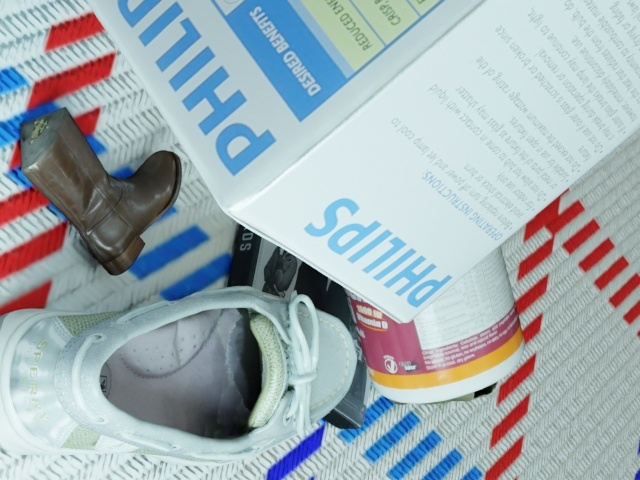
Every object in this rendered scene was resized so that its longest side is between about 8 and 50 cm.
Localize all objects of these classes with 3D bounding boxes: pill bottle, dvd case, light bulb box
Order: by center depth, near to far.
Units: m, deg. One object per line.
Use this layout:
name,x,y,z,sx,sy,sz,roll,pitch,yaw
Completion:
light bulb box,0.050,-0.215,1.014,0.358,0.361,0.225,55,10,30
pill bottle,0.069,-0.002,1.333,0.121,0.121,0.221,-41,120,-53
dvd case,0.000,0.000,1.365,0.179,0.029,0.239,40,53,-50

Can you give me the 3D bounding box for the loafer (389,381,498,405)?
loafer,0.100,0.108,1.497,0.148,0.050,0.056,2,85,-59

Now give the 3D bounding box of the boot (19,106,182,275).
boot,-0.139,-0.051,1.140,0.114,0.037,0.106,53,42,-35

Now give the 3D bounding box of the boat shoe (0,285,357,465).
boat shoe,-0.072,0.086,1.145,0.320,0.103,0.118,7,82,-52
